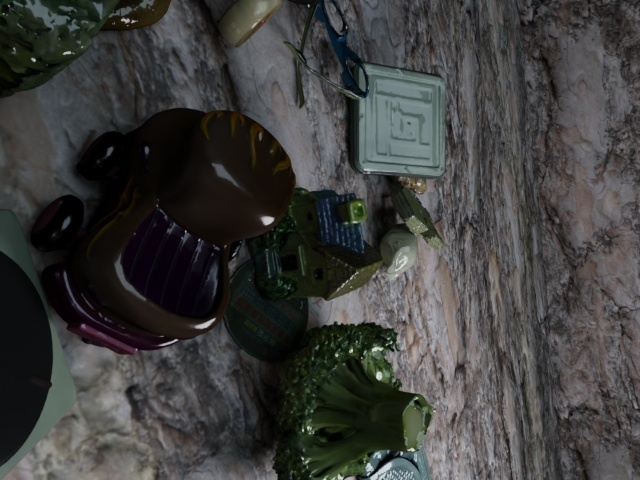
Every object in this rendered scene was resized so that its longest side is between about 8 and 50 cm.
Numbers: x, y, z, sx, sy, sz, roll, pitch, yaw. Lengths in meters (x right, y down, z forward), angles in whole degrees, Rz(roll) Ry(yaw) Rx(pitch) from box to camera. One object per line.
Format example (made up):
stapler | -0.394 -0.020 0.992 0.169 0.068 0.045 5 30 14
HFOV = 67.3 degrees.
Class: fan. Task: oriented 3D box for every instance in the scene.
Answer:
fan | -0.097 0.088 0.927 0.223 0.012 0.295 10 80 -48

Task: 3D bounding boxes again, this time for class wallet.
wallet | 0.208 0.636 1.228 0.237 0.075 0.343 -31 112 -44

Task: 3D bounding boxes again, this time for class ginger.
ginger | 0.219 -0.208 1.278 0.137 0.074 0.214 -29 115 -32

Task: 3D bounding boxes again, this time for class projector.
projector | -0.369 0.117 0.468 0.257 0.079 0.259 -74 152 -76

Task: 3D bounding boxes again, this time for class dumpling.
dumpling | 0.195 0.040 1.229 0.169 0.099 0.134 -92 -172 -58

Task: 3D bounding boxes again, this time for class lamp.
lamp | 0.196 -0.291 1.192 0.268 0.047 0.267 0 90 -24

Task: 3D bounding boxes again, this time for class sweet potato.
sweet potato | -0.273 -0.339 0.696 0.069 0.059 0.250 44 57 -16

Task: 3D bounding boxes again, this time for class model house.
model house | 0.000 0.000 0.896 0.195 0.189 0.214 -9 95 -51

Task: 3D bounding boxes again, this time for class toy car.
toy car | -0.181 -0.021 0.645 0.271 0.240 0.341 42 53 -39

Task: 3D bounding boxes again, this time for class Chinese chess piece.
Chinese chess piece | -0.122 -0.389 0.828 0.051 0.122 0.122 48 52 -18

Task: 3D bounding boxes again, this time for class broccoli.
broccoli | 0.030 0.303 0.879 0.249 0.302 0.375 32 62 -2

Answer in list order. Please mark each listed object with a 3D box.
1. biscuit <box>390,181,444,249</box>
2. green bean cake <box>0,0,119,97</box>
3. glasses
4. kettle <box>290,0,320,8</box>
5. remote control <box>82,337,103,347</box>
biscuit | 0.245 -0.068 1.249 0.250 0.046 0.147 30 32 -56
green bean cake | -0.303 -0.279 0.510 0.132 0.240 0.255 38 59 -48
glasses | 0.016 -0.378 1.011 0.207 0.102 0.239 -56 129 -36
kettle | -0.051 -0.596 0.853 0.324 0.228 0.321 29 69 -51
remote control | -0.299 0.101 0.676 0.039 0.014 0.096 33 64 -45
